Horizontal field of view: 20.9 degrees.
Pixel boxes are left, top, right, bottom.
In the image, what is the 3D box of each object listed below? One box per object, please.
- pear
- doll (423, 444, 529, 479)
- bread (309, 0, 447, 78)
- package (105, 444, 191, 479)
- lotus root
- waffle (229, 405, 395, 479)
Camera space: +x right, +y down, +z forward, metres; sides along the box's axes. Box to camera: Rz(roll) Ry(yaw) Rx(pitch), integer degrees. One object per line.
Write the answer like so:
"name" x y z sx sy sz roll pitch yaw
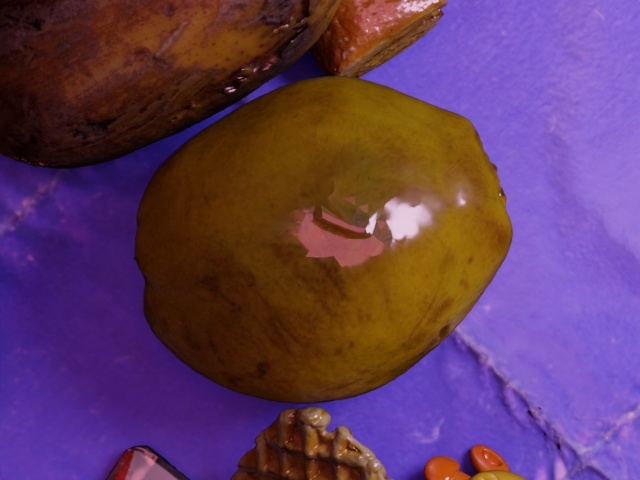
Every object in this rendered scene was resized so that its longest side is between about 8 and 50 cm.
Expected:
"pear" 0.000 0.000 1.451 0.321 0.269 0.269 -10 84 10
"doll" 0.170 0.267 1.489 0.221 0.135 0.143 34 53 10
"bread" 0.019 -0.237 1.541 0.132 0.103 0.172 -35 84 4
"package" -0.121 0.305 1.508 0.232 0.040 0.166 35 86 19
"lotus root" -0.153 -0.184 1.471 0.397 0.179 0.196 -25 81 22
"waffle" 0.001 0.231 1.474 0.169 0.183 0.036 47 44 10
